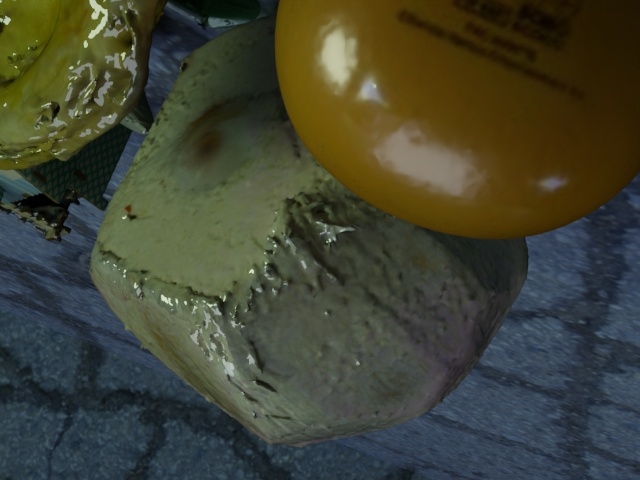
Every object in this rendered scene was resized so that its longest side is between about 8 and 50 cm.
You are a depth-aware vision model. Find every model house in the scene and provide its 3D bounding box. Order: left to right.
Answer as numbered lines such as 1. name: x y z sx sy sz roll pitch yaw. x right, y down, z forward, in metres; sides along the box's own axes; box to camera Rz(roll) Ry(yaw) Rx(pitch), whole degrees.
1. model house: -0.287 -0.105 1.232 0.271 0.178 0.206 32 160 -24

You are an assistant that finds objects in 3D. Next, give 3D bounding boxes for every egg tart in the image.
1. egg tart: -0.177 -0.181 0.805 0.288 0.118 0.288 18 120 34

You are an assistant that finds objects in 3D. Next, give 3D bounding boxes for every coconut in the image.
1. coconut: 0.000 0.000 0.997 0.297 0.297 0.254 8 148 40

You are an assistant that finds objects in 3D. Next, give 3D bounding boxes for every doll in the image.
1. doll: 0.079 -0.100 0.742 0.213 0.213 0.236 22 178 -2

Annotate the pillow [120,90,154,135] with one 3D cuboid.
1. pillow: -0.209 -0.171 1.038 0.230 0.050 0.148 46 -167 -51

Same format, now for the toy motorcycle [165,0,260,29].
1. toy motorcycle: -0.135 -0.187 0.937 0.190 0.074 0.106 17 166 36
